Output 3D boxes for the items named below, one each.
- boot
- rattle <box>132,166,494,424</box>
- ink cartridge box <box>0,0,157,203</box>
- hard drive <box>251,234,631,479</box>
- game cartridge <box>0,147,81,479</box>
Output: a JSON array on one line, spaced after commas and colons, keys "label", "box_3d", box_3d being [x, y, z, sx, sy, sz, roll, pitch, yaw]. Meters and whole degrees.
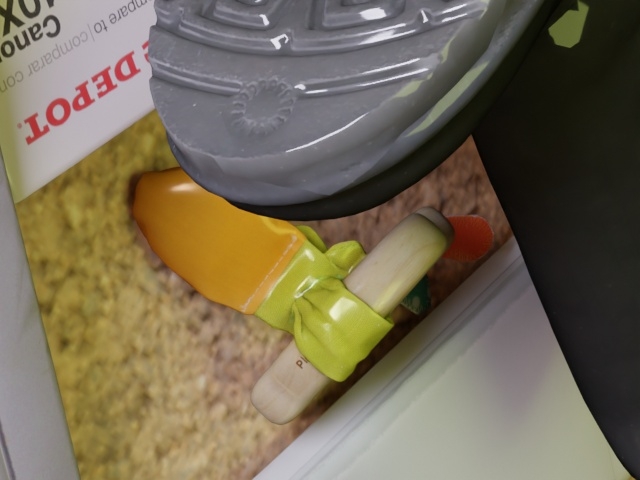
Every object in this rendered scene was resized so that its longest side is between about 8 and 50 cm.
[{"label": "boot", "box_3d": [0.105, -0.024, 0.813, 0.367, 0.146, 0.445, -66, 146, -35]}, {"label": "rattle", "box_3d": [0.000, 0.000, 0.920, 0.199, 0.143, 0.130, -47, 160, -51]}, {"label": "ink cartridge box", "box_3d": [-0.134, -0.156, 0.703, 0.172, 0.100, 0.237, -39, 122, -36]}, {"label": "hard drive", "box_3d": [0.076, 0.145, 1.003, 0.307, 0.040, 0.203, -41, 126, -37]}, {"label": "game cartridge", "box_3d": [-0.197, 0.088, 0.641, 0.230, 0.068, 0.355, -36, 137, -34]}]
